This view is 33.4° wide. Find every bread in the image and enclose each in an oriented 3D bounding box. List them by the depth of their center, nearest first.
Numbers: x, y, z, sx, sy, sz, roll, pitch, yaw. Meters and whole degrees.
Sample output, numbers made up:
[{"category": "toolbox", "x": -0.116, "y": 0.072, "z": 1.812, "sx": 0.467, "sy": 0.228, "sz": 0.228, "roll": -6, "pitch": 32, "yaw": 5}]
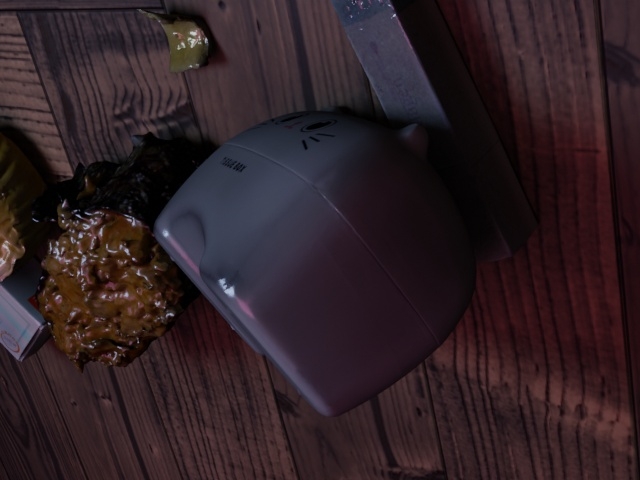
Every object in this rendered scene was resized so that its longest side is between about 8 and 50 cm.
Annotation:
[{"category": "bread", "x": -0.486, "y": -0.043, "z": 1.449, "sx": 0.240, "sy": 0.139, "sz": 0.240, "roll": 1, "pitch": 118, "yaw": 2}]

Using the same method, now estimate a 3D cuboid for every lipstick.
[{"category": "lipstick", "x": 0.107, "y": -0.129, "z": 1.013, "sx": 0.066, "sy": 0.068, "sz": 0.317, "roll": -14, "pitch": 111, "yaw": 42}]

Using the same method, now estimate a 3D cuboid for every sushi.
[{"category": "sushi", "x": -0.249, "y": 0.016, "z": 1.305, "sx": 0.234, "sy": 0.207, "sz": 0.348, "roll": 41, "pitch": 140, "yaw": -4}]

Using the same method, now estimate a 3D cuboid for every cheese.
[{"category": "cheese", "x": -0.158, "y": -0.228, "z": 1.169, "sx": 0.060, "sy": 0.041, "sz": 0.084, "roll": 1, "pitch": 136, "yaw": 46}]

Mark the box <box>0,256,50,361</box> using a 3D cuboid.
[{"category": "box", "x": -0.502, "y": 0.049, "z": 1.614, "sx": 0.269, "sy": 0.079, "sz": 0.135, "roll": 45, "pitch": 138, "yaw": 2}]

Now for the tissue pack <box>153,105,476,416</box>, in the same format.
[{"category": "tissue pack", "x": 0.000, "y": 0.000, "z": 1.028, "sx": 0.229, "sy": 0.236, "sz": 0.333, "roll": 52, "pitch": 171, "yaw": -22}]
